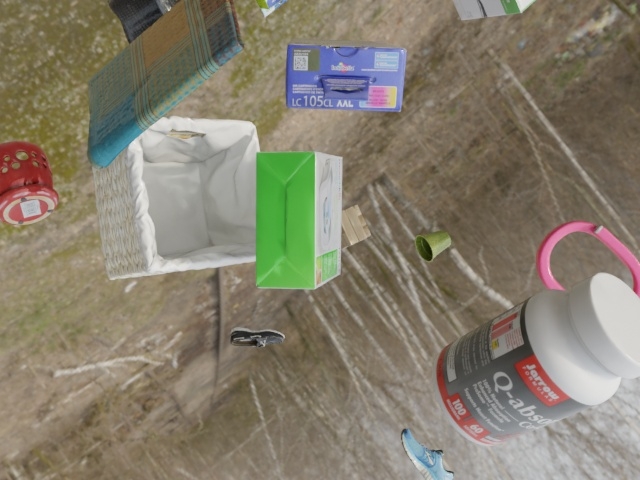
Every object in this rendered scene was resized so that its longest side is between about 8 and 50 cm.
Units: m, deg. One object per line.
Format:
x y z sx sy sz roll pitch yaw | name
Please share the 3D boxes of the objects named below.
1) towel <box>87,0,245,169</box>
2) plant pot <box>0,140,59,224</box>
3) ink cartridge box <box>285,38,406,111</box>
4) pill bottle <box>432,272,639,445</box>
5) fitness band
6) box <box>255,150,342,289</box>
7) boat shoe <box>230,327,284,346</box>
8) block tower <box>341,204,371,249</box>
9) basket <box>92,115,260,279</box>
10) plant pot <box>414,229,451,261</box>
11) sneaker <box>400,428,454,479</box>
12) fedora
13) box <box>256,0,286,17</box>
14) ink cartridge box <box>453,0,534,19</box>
-0.298 -0.320 1.225 0.370 0.271 0.040 -32 139 20 | towel
-0.827 -0.148 1.804 0.191 0.174 0.191 -23 157 -10 | plant pot
0.052 -0.401 1.581 0.270 0.151 0.395 1 -163 -2 | ink cartridge box
0.389 0.213 1.171 0.210 0.210 0.363 -30 170 -47 | pill bottle
0.687 0.084 1.674 0.209 0.291 0.054 -46 -179 7 | fitness band
-0.041 -0.045 1.338 0.127 0.261 0.231 2 -176 15 | box
-0.146 0.228 1.520 0.046 0.125 0.038 105 -10 -45 | boat shoe
0.000 0.000 1.776 0.091 0.097 0.335 -25 -178 -36 | block tower
-0.321 -0.091 1.505 0.328 0.331 0.266 -7 177 -41 | basket
0.322 0.007 1.855 0.079 0.083 0.083 -26 170 -20 | plant pot
0.248 0.502 1.535 0.073 0.162 0.063 -38 172 -3 | sneaker
-0.397 -0.534 1.554 0.153 0.334 0.334 -28 174 4 | fedora
-0.106 -0.565 1.354 0.109 0.178 0.042 -42 -140 -17 | box
0.461 -0.646 1.668 0.160 0.092 0.219 -43 -151 -16 | ink cartridge box
